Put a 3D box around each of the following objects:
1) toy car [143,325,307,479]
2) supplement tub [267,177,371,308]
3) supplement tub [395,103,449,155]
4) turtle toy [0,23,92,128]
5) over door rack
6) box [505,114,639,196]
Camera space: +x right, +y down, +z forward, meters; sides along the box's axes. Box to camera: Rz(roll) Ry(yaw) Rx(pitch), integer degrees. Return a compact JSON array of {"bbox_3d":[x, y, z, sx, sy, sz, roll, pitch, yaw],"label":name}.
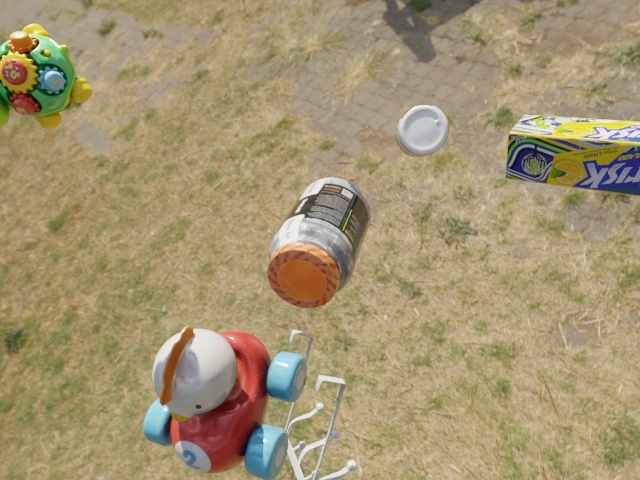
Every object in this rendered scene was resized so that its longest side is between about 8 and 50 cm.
[{"bbox_3d":[-0.168,0.211,0.664,0.219,0.238,0.211,8,68,20],"label":"toy car"},{"bbox_3d":[0.000,0.000,1.097,0.193,0.194,0.316,-8,28,22],"label":"supplement tub"},{"bbox_3d":[0.242,-0.262,1.153,0.116,0.190,0.117,1,98,7],"label":"supplement tub"},{"bbox_3d":[-0.323,-0.168,0.512,0.130,0.095,0.066,-37,9,8],"label":"turtle toy"},{"bbox_3d":[-0.003,0.397,1.058,0.108,0.325,0.239,1,13,-19],"label":"over door rack"},{"bbox_3d":[0.277,-0.084,0.467,0.168,0.054,0.059,14,39,33],"label":"box"}]
